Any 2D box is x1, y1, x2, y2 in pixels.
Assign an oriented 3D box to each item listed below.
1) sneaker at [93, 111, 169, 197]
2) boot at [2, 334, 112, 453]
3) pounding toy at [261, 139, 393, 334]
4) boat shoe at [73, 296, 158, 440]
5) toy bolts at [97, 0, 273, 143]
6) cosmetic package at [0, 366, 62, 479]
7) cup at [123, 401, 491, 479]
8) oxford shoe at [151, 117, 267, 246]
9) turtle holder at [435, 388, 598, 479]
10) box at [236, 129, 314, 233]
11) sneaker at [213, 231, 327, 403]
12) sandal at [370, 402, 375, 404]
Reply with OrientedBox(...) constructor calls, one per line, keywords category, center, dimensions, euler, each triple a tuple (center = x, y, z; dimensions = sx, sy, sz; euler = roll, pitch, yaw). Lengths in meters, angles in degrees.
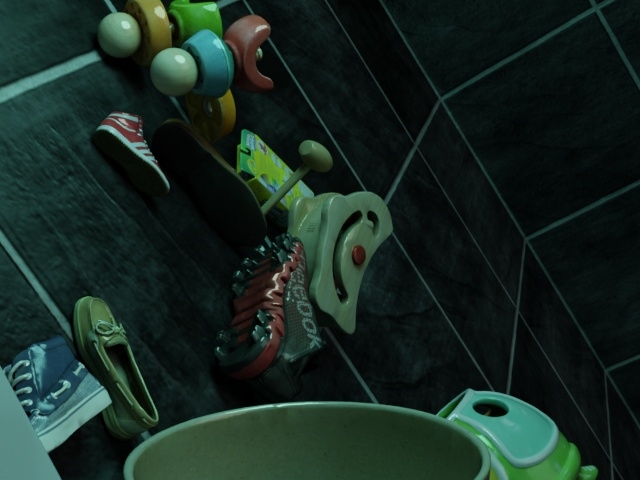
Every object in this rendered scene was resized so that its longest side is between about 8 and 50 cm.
OrientedBox(category="sneaker", center=(-0.227, -0.111, 1.202), dimensions=(0.118, 0.042, 0.067), euler=(48, 29, -25))
OrientedBox(category="boot", center=(-0.256, 0.146, 0.828), dimensions=(0.086, 0.069, 0.190), euler=(53, 15, -1))
OrientedBox(category="pounding toy", center=(0.000, 0.000, 1.430), dimensions=(0.154, 0.154, 0.270), euler=(20, 75, -48))
OrientedBox(category="boat shoe", center=(-0.205, 0.123, 0.970), dimensions=(0.056, 0.048, 0.153), euler=(16, 49, -60))
OrientedBox(category="toy bolts", center=(-0.184, -0.217, 1.278), dimensions=(0.158, 0.228, 0.218), euler=(-19, 114, -33))
OrientedBox(category="cosmetic package", center=(-0.201, 0.287, 0.484), dimensions=(0.377, 0.284, 0.097), euler=(61, 24, 1))
OrientedBox(category="cup", center=(-0.007, 0.309, 0.893), dimensions=(0.331, 0.331, 0.237), euler=(-20, 109, -67))
OrientedBox(category="oxford shoe", center=(-0.142, -0.085, 1.317), dimensions=(0.212, 0.076, 0.076), euler=(54, 15, -18))
OrientedBox(category="turtle holder", center=(0.238, 0.369, 1.439), dimensions=(0.227, 0.243, 0.320), euler=(47, 58, 5))
OrientedBox(category="box", center=(-0.075, -0.083, 1.492), dimensions=(0.179, 0.043, 0.105), euler=(47, 27, -36))
OrientedBox(category="sneaker", center=(-0.053, 0.103, 1.251), dimensions=(0.135, 0.097, 0.276), euler=(50, 27, -25))
OrientedBox(category="sandal", center=(0.050, 0.319, 1.203), dimensions=(0.168, 0.107, 0.446), euler=(58, 23, -7))
